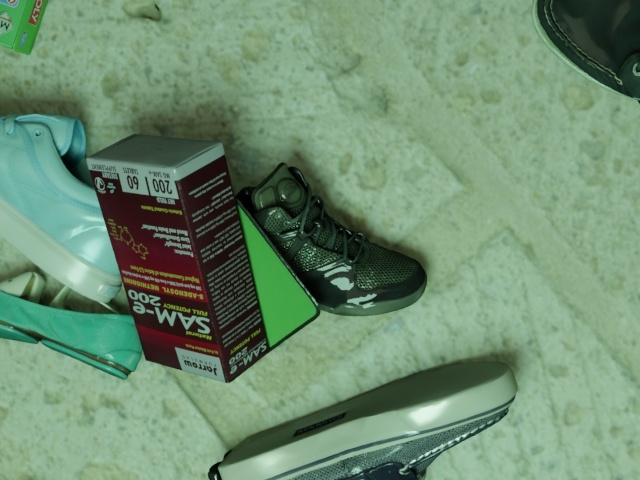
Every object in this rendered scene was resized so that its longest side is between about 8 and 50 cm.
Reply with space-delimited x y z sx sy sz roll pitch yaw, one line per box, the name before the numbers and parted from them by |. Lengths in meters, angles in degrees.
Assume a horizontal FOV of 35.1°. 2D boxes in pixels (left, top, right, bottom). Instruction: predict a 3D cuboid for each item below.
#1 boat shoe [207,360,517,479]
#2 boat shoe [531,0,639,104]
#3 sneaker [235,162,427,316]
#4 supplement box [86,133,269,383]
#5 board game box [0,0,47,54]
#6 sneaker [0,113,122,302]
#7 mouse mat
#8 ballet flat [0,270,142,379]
boat shoe | 0.063 0.246 1.049 0.341 0.127 0.158 -22 94 20
boat shoe | 0.361 -0.172 0.962 0.340 0.113 0.127 33 99 9
sneaker | 0.000 0.000 1.037 0.228 0.087 0.130 15 134 13
supplement box | -0.142 0.018 1.029 0.130 0.073 0.239 8 121 37
board game box | -0.445 -0.366 1.155 0.317 0.046 0.213 22 97 10
sneaker | -0.335 -0.094 1.112 0.366 0.135 0.150 36 91 -1
mouse mat | -0.091 0.051 1.063 0.152 0.007 0.190 53 138 2
ballet flat | -0.309 0.083 1.139 0.247 0.083 0.087 15 71 11
